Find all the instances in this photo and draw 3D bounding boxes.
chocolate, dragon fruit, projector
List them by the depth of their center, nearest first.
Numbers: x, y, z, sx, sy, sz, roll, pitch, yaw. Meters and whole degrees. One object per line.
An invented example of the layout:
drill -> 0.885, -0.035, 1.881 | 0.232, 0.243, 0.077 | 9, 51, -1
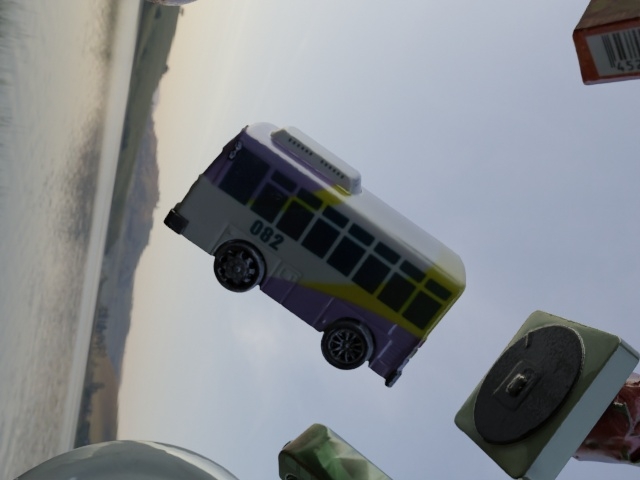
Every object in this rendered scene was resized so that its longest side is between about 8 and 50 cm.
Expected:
chocolate -> 0.509, -0.348, 0.876 | 0.237, 0.108, 0.234 | 8, -121, 54
projector -> 0.356, 0.248, 0.991 | 0.259, 0.079, 0.257 | -53, -171, -3
dragon fruit -> 0.512, 0.306, 1.096 | 0.198, 0.200, 0.269 | 68, 12, 23

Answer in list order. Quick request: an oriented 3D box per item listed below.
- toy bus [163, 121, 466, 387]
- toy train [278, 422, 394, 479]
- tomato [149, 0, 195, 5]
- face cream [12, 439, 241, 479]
toy bus -> 0.000, 0.000, 0.995 | 0.249, 0.440, 0.209 | -55, 179, 17
toy train -> 0.039, 0.515, 1.287 | 0.326, 0.129, 0.159 | 31, -48, 34
tomato -> -0.277, -0.564, 1.130 | 0.265, 0.265, 0.264 | -171, -90, -71
face cream -> -0.129, 0.254, 0.376 | 0.201, 0.201, 0.187 | -101, -156, -45
